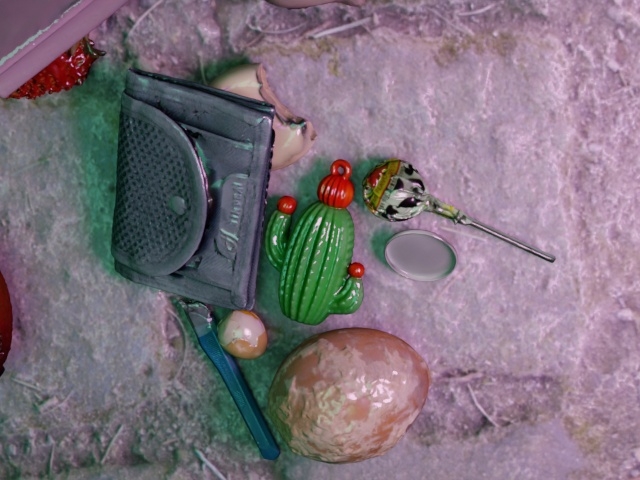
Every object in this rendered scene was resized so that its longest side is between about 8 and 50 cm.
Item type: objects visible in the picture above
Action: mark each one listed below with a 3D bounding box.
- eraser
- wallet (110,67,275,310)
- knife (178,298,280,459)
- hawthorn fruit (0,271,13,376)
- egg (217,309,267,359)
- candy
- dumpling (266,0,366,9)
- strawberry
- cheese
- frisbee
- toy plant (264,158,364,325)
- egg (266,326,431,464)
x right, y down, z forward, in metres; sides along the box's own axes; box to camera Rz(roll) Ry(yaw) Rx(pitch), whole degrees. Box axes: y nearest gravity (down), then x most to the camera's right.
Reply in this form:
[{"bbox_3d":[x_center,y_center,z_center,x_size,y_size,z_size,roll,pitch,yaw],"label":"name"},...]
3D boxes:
[{"bbox_3d":[-0.394,-0.412,1.764,0.359,0.122,0.272,-36,81,6],"label":"eraser"},{"bbox_3d":[-0.195,-0.063,1.847,0.237,0.075,0.342,18,121,14],"label":"wallet"},{"bbox_3d":[-0.139,0.216,1.978,0.044,0.026,0.296,-22,102,17],"label":"knife"},{"bbox_3d":[-0.603,0.117,1.902,0.316,0.316,0.316,2,104,9],"label":"hawthorn fruit"},{"bbox_3d":[-0.117,0.145,1.932,0.083,0.071,0.071,39,107,-12],"label":"egg"},{"bbox_3d":[0.202,-0.027,1.845,0.305,0.083,0.091,25,105,-6],"label":"candy"},{"bbox_3d":[-0.063,-0.401,1.722,0.293,0.204,0.163,39,118,-11],"label":"dumpling"},{"bbox_3d":[-0.441,-0.268,1.876,0.208,0.087,0.167,-37,97,17],"label":"strawberry"},{"bbox_3d":[-0.140,-0.159,1.861,0.249,0.071,0.163,-21,100,14],"label":"cheese"},{"bbox_3d":[0.147,0.021,1.860,0.110,0.014,0.110,8,139,7],"label":"frisbee"},{"bbox_3d":[-0.011,0.006,1.874,0.155,0.088,0.240,-6,96,26],"label":"toy plant"},{"bbox_3d":[0.041,0.224,1.861,0.245,0.203,0.203,-20,100,3],"label":"egg"}]
